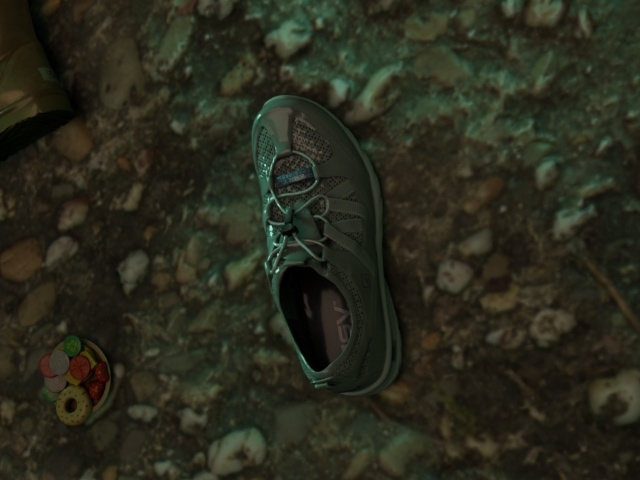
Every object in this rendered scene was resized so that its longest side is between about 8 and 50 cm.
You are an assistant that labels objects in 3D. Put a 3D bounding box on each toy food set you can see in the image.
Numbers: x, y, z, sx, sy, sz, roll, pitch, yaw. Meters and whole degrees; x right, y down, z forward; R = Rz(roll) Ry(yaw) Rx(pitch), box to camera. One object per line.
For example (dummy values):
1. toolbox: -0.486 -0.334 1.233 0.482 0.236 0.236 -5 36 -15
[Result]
1. toy food set: -0.251 0.140 1.144 0.082 0.020 0.083 47 107 18

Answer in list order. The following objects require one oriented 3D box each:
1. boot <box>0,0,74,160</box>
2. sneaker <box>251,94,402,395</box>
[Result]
1. boot: -0.395 -0.209 1.186 0.236 0.089 0.270 -25 80 9
2. sneaker: 0.000 0.000 0.984 0.105 0.115 0.281 -22 80 22
